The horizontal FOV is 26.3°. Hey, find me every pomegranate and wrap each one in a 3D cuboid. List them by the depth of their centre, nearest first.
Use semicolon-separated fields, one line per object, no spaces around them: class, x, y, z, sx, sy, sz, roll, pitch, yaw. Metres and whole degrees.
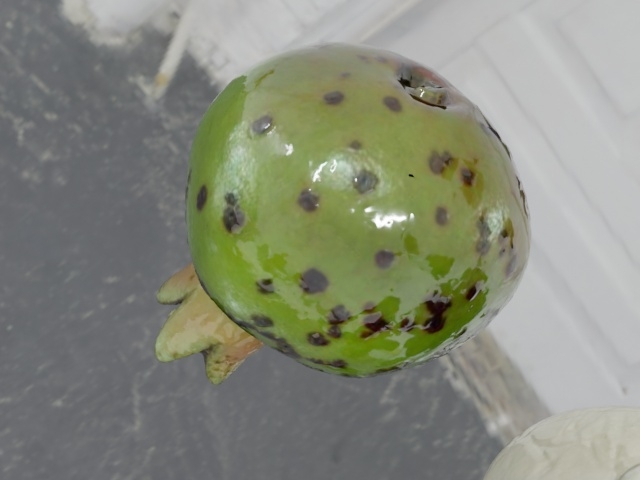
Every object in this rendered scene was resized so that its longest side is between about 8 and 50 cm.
pomegranate;0.017;0.001;0.914;0.231;0.286;0.231;7;57;-11

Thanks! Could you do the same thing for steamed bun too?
steamed bun;0.200;0.201;0.884;0.130;0.228;0.177;-16;105;-56
